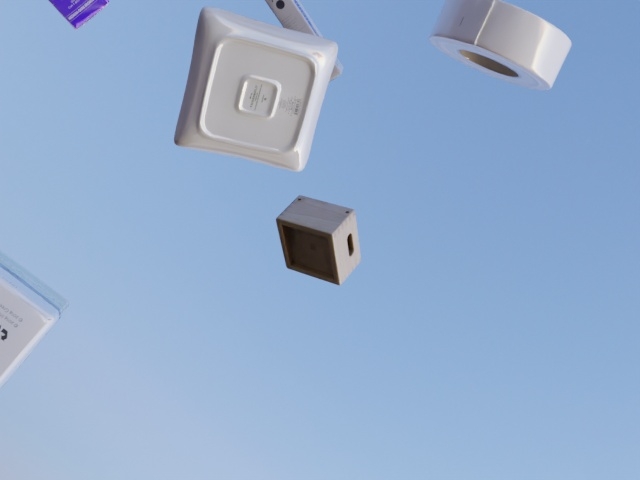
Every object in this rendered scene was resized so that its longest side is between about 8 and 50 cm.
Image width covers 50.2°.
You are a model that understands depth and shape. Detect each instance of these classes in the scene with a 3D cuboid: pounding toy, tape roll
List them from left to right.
[{"bbox_3d":[0.000,0.000,1.150,0.130,0.100,0.141,17,-44,30],"label":"pounding toy"},{"bbox_3d":[0.377,-0.420,1.452,0.286,0.286,0.100,28,-80,21],"label":"tape roll"}]

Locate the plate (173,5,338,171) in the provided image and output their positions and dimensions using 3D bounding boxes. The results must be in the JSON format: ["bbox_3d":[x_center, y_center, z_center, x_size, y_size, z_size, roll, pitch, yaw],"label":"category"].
[{"bbox_3d":[-0.124,-0.283,1.337,0.278,0.045,0.277,11,-70,-17],"label":"plate"}]

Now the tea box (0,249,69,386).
[{"bbox_3d":[-0.483,0.061,0.745,0.329,0.220,0.323,41,-13,-13],"label":"tea box"}]

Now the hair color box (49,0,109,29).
[{"bbox_3d":[-0.599,-0.618,1.397,0.185,0.110,0.339,51,2,34],"label":"hair color box"}]

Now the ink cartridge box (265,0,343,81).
[{"bbox_3d":[-0.058,-0.553,1.727,0.065,0.165,0.332,-31,-76,14],"label":"ink cartridge box"}]
